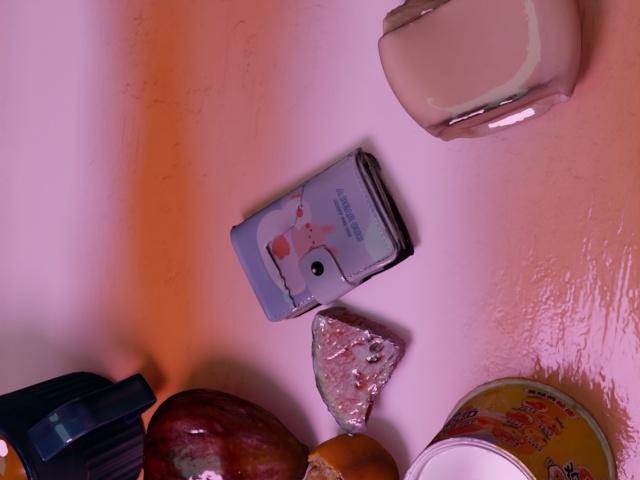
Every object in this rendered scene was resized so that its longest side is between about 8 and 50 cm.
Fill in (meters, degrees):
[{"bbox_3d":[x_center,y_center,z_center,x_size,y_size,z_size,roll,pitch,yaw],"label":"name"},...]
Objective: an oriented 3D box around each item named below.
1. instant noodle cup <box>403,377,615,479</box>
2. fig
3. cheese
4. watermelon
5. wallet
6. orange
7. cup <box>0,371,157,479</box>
[{"bbox_3d":[0.237,0.328,1.615,0.264,0.200,0.264,5,99,29],"label":"instant noodle cup"},{"bbox_3d":[-0.158,0.330,1.825,0.263,0.224,0.224,-10,94,29],"label":"fig"},{"bbox_3d":[0.206,-0.259,1.579,0.266,0.127,0.233,-22,85,27],"label":"cheese"},{"bbox_3d":[0.066,0.179,1.762,0.139,0.071,0.187,-18,81,23],"label":"watermelon"},{"bbox_3d":[0.000,0.000,1.763,0.250,0.075,0.176,-31,77,28],"label":"wallet"},{"bbox_3d":[0.040,0.354,1.759,0.134,0.156,0.156,-163,69,-66],"label":"orange"},{"bbox_3d":[-0.437,0.321,1.923,0.242,0.292,0.308,29,110,22],"label":"cup"}]
